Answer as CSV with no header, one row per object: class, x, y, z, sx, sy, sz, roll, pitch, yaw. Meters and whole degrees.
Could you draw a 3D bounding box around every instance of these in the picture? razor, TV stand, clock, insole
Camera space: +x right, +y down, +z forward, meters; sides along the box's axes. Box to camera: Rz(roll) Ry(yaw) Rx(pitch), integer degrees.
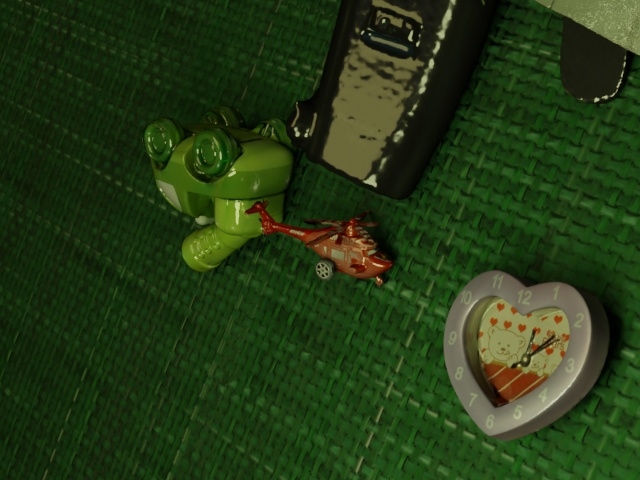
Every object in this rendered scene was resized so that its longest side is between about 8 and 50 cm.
razor,0.088,-0.220,1.926,0.189,0.107,0.326,27,105,25
TV stand,0.266,-0.273,1.698,0.269,0.088,0.082,33,116,23
clock,0.212,0.124,1.724,0.198,0.064,0.172,9,83,49
insole,0.301,-0.293,1.731,0.110,0.012,0.309,12,107,28

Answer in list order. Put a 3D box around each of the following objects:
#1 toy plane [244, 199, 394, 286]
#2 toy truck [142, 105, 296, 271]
toy plane,-0.004,0.003,1.967,0.194,0.126,0.077,6,114,14
toy truck,-0.119,-0.067,2.117,0.187,0.148,0.210,-7,95,46
